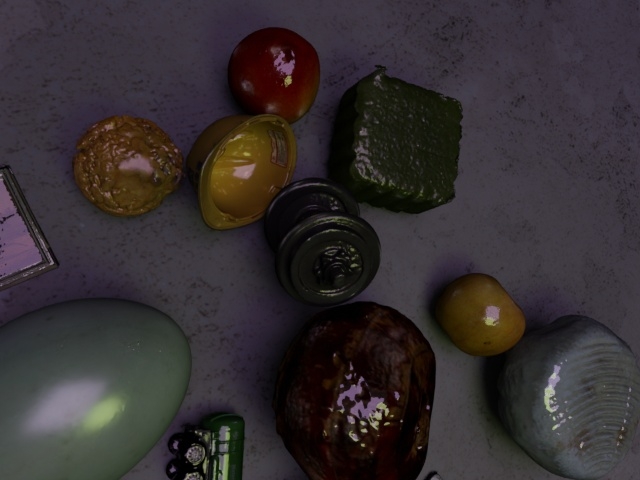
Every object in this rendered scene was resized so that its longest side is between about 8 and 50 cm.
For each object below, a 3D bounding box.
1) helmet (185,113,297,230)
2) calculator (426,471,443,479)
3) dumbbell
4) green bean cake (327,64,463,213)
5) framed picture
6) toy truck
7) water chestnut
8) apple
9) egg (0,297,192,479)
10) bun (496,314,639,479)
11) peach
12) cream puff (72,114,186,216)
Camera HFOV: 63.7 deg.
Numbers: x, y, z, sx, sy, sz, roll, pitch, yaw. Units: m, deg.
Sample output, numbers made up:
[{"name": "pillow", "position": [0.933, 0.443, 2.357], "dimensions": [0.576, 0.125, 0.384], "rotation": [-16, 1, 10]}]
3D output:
[{"name": "helmet", "position": [-0.168, -0.141, 0.942], "dimensions": [0.257, 0.140, 0.205], "rotation": [-33, 137, -43]}, {"name": "calculator", "position": [0.199, 0.622, 1.049], "dimensions": [0.261, 0.021, 0.161], "rotation": [-41, 98, -20]}, {"name": "dumbbell", "position": [0.000, 0.000, 0.937], "dimensions": [0.191, 0.290, 0.192], "rotation": [-6, 119, -11]}, {"name": "green bean cake", "position": [0.153, -0.194, 1.070], "dimensions": [0.249, 0.156, 0.247], "rotation": [11, 80, -19]}, {"name": "framed picture", "position": [-0.594, 0.008, 0.834], "dimensions": [0.252, 0.014, 0.197], "rotation": [-27, 92, -22]}, {"name": "toy truck", "position": [-0.195, 0.424, 0.887], "dimensions": [0.124, 0.101, 0.243], "rotation": [10, 76, -31]}, {"name": "water chestnut", "position": [0.041, 0.275, 0.907], "dimensions": [0.350, 0.301, 0.351], "rotation": [0, 90, -60]}, {"name": "apple", "position": [0.335, 0.159, 1.090], "dimensions": [0.155, 0.182, 0.182], "rotation": [-41, 99, 9]}, {"name": "egg", "position": [-0.374, 0.234, 0.746], "dimensions": [0.388, 0.276, 0.276], "rotation": [-26, 92, -21]}, {"name": "bun", "position": [0.530, 0.338, 1.120], "dimensions": [0.354, 0.194, 0.355], "rotation": [0, 90, -24]}, {"name": "peach", "position": [-0.086, -0.313, 0.975], "dimensions": [0.197, 0.197, 0.198], "rotation": [3, 82, -20]}, {"name": "cream puff", "position": [-0.330, -0.130, 0.894], "dimensions": [0.188, 0.129, 0.189], "rotation": [2, 85, -18]}]
